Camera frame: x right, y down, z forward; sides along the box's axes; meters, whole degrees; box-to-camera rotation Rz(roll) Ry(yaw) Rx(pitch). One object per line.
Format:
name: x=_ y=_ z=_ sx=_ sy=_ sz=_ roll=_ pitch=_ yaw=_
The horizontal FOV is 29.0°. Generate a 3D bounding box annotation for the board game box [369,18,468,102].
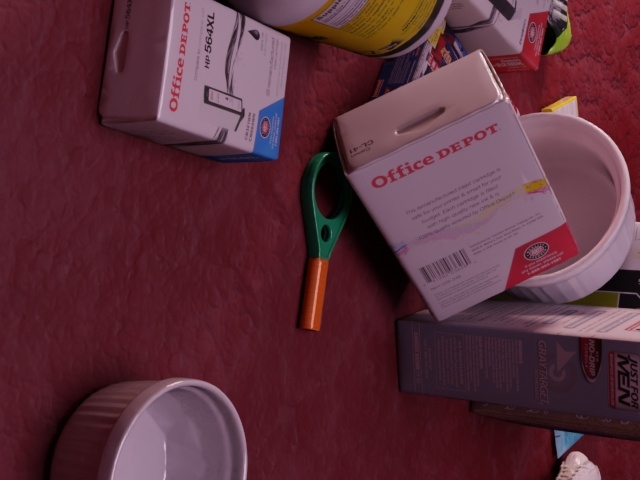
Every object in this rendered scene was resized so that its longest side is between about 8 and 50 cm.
board game box: x=0.155 y=-0.192 z=1.752 sx=0.194 sy=0.060 sz=0.194 roll=48 pitch=54 yaw=-45

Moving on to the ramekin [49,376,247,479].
ramekin: x=-0.179 y=0.239 z=1.262 sx=0.207 sy=0.109 sz=0.207 roll=-5 pitch=96 yaw=-54

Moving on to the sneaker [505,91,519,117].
sneaker: x=0.282 y=-0.179 z=1.944 sx=0.067 sy=0.042 sz=0.118 roll=54 pitch=43 yaw=-46

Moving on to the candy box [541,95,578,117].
candy box: x=0.428 y=-0.141 z=2.164 sx=0.105 sy=0.027 sz=0.206 roll=-29 pitch=115 yaw=-53

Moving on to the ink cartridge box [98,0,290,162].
ink cartridge box: x=-0.130 y=-0.175 z=1.329 sx=0.203 sy=0.086 sz=0.148 roll=14 pitch=81 yaw=-55

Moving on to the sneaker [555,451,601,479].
sneaker: x=0.437 y=0.429 z=2.170 sx=0.232 sy=0.090 sz=0.115 roll=21 pitch=68 yaw=-62

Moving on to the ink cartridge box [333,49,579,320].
ink cartridge box: x=0.183 y=-0.067 z=1.639 sx=0.306 sy=0.226 sz=0.131 roll=58 pitch=12 yaw=-38

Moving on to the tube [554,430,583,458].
tube: x=0.481 y=0.316 z=2.248 sx=0.207 sy=0.052 sz=0.080 roll=-27 pitch=108 yaw=-45

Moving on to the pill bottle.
pill bottle: x=-0.002 y=-0.326 z=1.415 sx=0.334 sy=0.188 sz=0.188 roll=6 pitch=87 yaw=-54

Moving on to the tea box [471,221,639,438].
tea box: x=0.446 y=0.145 z=1.945 sx=0.220 sy=0.329 sz=0.323 roll=22 pitch=75 yaw=-53

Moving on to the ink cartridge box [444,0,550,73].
ink cartridge box: x=0.229 y=-0.389 z=1.798 sx=0.273 sy=0.114 sz=0.197 roll=30 pitch=68 yaw=-50

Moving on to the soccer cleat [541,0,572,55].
soccer cleat: x=0.378 y=-0.396 z=2.060 sx=0.072 sy=0.060 sz=0.179 roll=-33 pitch=119 yaw=-35

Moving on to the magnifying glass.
magnifying glass: x=0.000 y=0.000 z=1.577 sx=0.092 sy=0.026 sz=0.231 roll=18 pitch=75 yaw=-54

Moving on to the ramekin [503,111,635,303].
ramekin: x=0.333 y=-0.038 z=1.835 sx=0.135 sy=0.277 sz=0.277 roll=44 pitch=57 yaw=-54

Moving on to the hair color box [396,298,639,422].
hair color box: x=0.313 y=0.158 z=1.718 sx=0.185 sy=0.374 sz=0.113 roll=-15 pitch=104 yaw=-53
